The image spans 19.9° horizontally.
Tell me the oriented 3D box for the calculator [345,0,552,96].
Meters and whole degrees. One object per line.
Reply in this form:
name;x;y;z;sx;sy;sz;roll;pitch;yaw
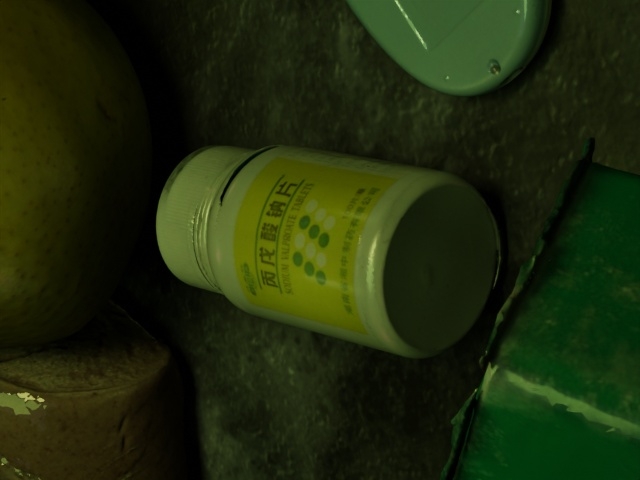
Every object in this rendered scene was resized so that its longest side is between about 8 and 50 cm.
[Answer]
calculator;0.064;-0.245;1.340;0.302;0.042;0.188;58;137;12

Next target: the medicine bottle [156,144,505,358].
medicine bottle;0.000;0.000;1.414;0.258;0.143;0.143;13;112;45

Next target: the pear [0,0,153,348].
pear;-0.333;-0.094;1.567;0.362;0.362;0.418;-10;125;48

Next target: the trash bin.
trash bin;0.272;0.119;0.971;0.381;0.259;0.295;22;139;10

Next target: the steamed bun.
steamed bun;-0.273;0.178;1.718;0.301;0.199;0.251;22;118;40
